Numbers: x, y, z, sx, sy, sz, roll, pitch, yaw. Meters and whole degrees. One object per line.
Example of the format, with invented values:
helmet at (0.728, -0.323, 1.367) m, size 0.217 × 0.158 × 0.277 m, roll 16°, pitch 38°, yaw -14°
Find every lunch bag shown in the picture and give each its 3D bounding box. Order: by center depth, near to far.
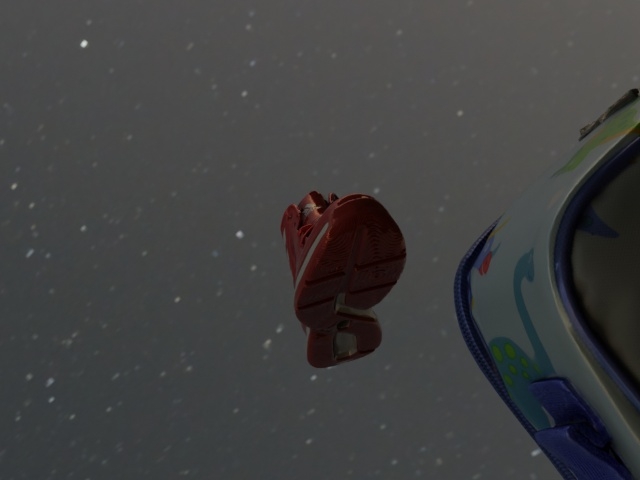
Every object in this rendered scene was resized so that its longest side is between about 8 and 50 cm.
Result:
lunch bag at (0.157, 0.044, 0.379) m, size 0.176 × 0.090 × 0.219 m, roll -40°, pitch -89°, yaw -21°

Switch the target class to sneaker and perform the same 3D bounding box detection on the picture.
sneaker at (0.000, 0.000, 0.962) m, size 0.087 × 0.221 × 0.128 m, roll -13°, pitch -119°, yaw -15°
